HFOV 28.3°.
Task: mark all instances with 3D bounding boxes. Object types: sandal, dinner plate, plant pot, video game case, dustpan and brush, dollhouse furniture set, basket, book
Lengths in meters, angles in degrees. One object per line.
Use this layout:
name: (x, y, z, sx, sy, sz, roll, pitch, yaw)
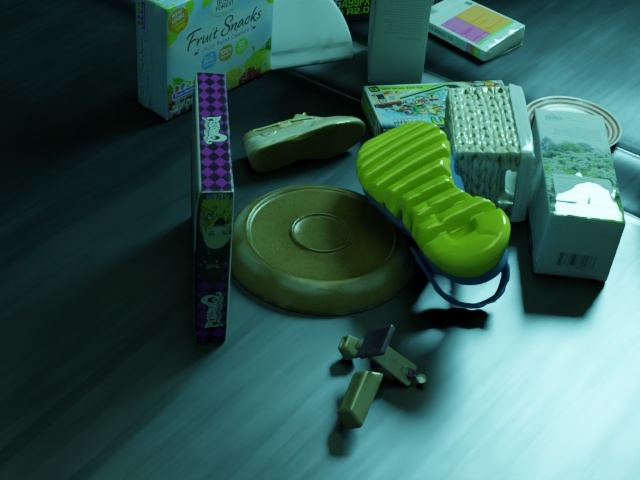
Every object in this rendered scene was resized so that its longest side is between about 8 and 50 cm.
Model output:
sandal: (0.136, -0.026, 1.513, 0.126, 0.138, 0.317, -25, 40, 0)
dinner plate: (0.355, -0.162, 1.794, 0.141, 0.017, 0.141, 4, 39, -3)
plant pot: (0.000, 0.000, 1.534, 0.236, 0.032, 0.236, 3, 39, -3)
video game case: (-0.124, -0.040, 1.425, 0.041, 0.210, 0.232, 1, 38, -8)
dustpan and brush: (-0.039, -0.366, 1.902, 0.147, 0.211, 0.060, -11, 4, -20)
dollhouse furniture set: (0.057, 0.164, 1.356, 0.081, 0.091, 0.114, 38, 60, -24)
basket: (0.214, -0.116, 1.645, 0.103, 0.113, 0.167, 2, 39, 1)
book: (0.233, -0.334, 1.982, 0.096, 0.035, 0.144, -31, 51, -33)

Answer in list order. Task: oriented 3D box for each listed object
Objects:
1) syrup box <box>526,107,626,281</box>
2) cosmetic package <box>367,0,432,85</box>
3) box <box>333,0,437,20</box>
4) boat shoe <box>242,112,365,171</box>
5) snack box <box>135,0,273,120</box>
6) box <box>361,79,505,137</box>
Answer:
syrup box: (0.315, -0.063, 1.602, 0.093, 0.096, 0.237, 7, 38, -2)
cosmetic package: (0.115, -0.346, 1.819, 0.085, 0.231, 0.117, 4, 38, -2)
box: (0.028, -0.435, 2.056, 0.270, 0.060, 0.216, -10, 42, -18)
boat shoe: (-0.024, -0.142, 1.682, 0.170, 0.063, 0.059, -14, 49, -23)
snack box: (-0.158, -0.287, 1.755, 0.070, 0.175, 0.207, 31, 44, 29)
box: (0.171, -0.176, 1.771, 0.206, 0.036, 0.114, -4, 40, -13)
